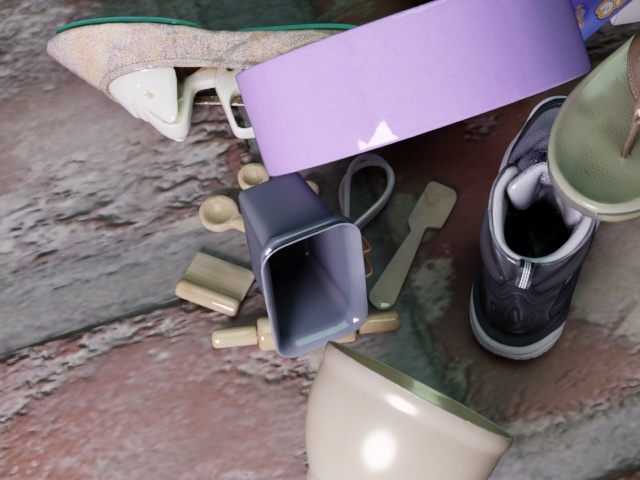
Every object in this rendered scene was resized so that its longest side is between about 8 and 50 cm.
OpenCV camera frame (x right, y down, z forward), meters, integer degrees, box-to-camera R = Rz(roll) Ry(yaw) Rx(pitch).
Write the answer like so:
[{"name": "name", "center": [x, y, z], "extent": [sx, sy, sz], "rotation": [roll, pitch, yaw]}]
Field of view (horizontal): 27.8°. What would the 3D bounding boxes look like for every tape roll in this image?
[{"name": "tape roll", "center": [0.074, -0.136, 1.048], "extent": [0.275, 0.275, 0.090], "rotation": [-20, 97, -11]}]

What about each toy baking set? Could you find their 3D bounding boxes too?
[{"name": "toy baking set", "center": [-0.001, 0.006, 1.149], "extent": [0.256, 0.030, 0.197], "rotation": [-2, 60, 0]}]

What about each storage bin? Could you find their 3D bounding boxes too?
[{"name": "storage bin", "center": [-0.015, 0.011, 1.059], "extent": [0.098, 0.135, 0.091], "rotation": [-22, 49, -12]}]

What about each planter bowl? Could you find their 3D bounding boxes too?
[{"name": "planter bowl", "center": [0.053, 0.162, 0.997], "extent": [0.162, 0.162, 0.109], "rotation": [27, 89, 15]}]

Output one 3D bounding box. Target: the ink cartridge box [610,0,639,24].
[{"name": "ink cartridge box", "center": [0.374, -0.310, 1.299], "extent": [0.203, 0.086, 0.148], "rotation": [-9, 61, -4]}]

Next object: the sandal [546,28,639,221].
[{"name": "sandal", "center": [0.286, -0.145, 0.999], "extent": [0.303, 0.086, 0.120], "rotation": [-47, 63, -2]}]

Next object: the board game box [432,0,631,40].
[{"name": "board game box", "center": [0.246, -0.338, 1.231], "extent": [0.347, 0.078, 0.233], "rotation": [-40, 57, 6]}]

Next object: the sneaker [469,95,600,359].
[{"name": "sneaker", "center": [0.198, -0.041, 1.104], "extent": [0.101, 0.153, 0.268], "rotation": [14, 61, 9]}]

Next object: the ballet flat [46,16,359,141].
[{"name": "ballet flat", "center": [-0.100, -0.148, 1.204], "extent": [0.316, 0.107, 0.106], "rotation": [0, 73, 1]}]
